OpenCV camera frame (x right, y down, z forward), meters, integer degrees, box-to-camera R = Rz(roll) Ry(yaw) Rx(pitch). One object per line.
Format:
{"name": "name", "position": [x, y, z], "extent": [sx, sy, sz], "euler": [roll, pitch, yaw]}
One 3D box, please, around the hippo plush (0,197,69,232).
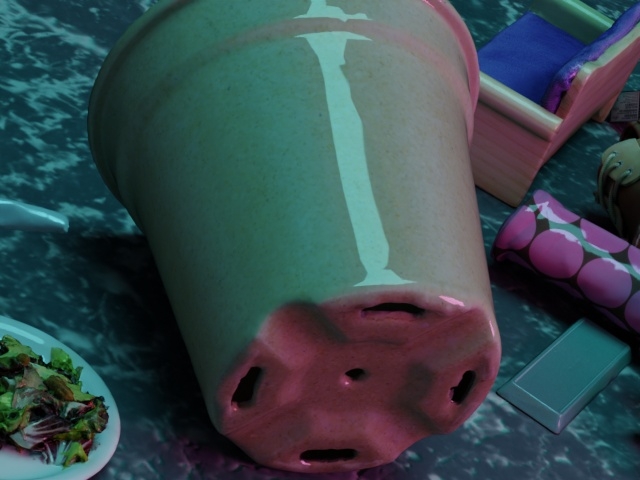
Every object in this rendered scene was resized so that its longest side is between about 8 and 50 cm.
{"name": "hippo plush", "position": [-0.395, -0.044, 1.294], "extent": [0.294, 0.234, 0.236], "euler": [60, 43, -22]}

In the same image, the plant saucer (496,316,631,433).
{"name": "plant saucer", "position": [0.229, 0.119, 1.627], "extent": [0.067, 0.018, 0.192], "euler": [34, 31, 16]}

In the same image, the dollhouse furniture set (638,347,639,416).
{"name": "dollhouse furniture set", "position": [0.371, 0.151, 1.584], "extent": [0.123, 0.144, 0.151], "euler": [47, 9, -33]}

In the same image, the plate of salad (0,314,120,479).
{"name": "plate of salad", "position": [-0.236, 0.105, 1.271], "extent": [0.199, 0.048, 0.200], "euler": [18, 29, -11]}

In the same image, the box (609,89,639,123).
{"name": "box", "position": [0.479, -0.157, 2.133], "extent": [0.184, 0.045, 0.190], "euler": [5, -1, -35]}

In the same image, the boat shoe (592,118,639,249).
{"name": "boat shoe", "position": [0.347, -0.046, 1.894], "extent": [0.116, 0.123, 0.324], "euler": [21, 22, 7]}

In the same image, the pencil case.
{"name": "pencil case", "position": [0.270, 0.035, 1.721], "extent": [0.209, 0.098, 0.095], "euler": [34, 56, 11]}

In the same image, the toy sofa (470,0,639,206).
{"name": "toy sofa", "position": [0.248, -0.194, 1.986], "extent": [0.150, 0.177, 0.362], "euler": [32, 31, 12]}

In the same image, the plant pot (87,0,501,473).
{"name": "plant pot", "position": [0.000, 0.000, 1.389], "extent": [0.333, 0.334, 0.305], "euler": [9, 44, -26]}
